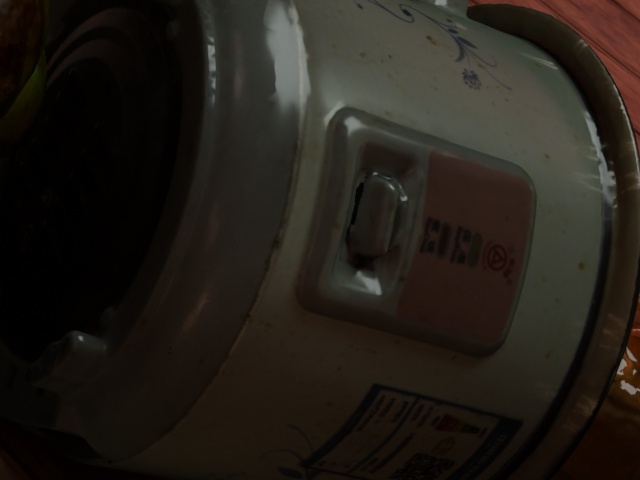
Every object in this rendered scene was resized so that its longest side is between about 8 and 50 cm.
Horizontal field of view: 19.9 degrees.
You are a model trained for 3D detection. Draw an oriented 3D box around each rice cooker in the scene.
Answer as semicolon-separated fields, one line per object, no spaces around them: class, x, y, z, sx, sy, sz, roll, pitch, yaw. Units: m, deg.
rice cooker;0.000;0.000;0.844;0.316;0.317;0.264;31;-18;-31

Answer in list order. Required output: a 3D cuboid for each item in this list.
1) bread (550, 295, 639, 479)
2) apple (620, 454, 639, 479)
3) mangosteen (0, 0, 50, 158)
bread;0.087;0.070;1.069;0.344;0.195;0.149;41;32;13
apple;0.270;0.225;0.721;0.400;0.334;0.400;30;-6;4
mangosteen;-0.229;-0.130;0.659;0.311;0.311;0.311;36;11;-8
